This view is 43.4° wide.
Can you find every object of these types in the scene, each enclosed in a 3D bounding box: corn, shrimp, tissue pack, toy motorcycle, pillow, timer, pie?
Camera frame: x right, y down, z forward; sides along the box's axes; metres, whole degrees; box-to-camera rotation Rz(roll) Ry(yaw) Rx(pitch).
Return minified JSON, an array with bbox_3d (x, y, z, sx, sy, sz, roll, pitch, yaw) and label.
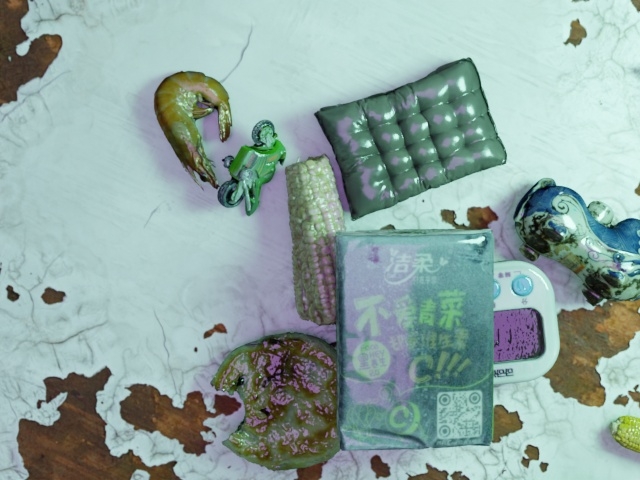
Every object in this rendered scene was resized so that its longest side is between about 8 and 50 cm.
[{"bbox_3d":[0.668,0.399,1.585,0.206,0.067,0.067,21,95,-1],"label":"corn"},{"bbox_3d":[-0.241,-0.219,1.588,0.150,0.068,0.248,-15,88,-2],"label":"shrimp"},{"bbox_3d":[0.170,0.176,1.467,0.288,0.124,0.394,-1,94,-5],"label":"tissue pack"},{"bbox_3d":[-0.128,-0.143,1.574,0.074,0.106,0.190,36,100,41],"label":"toy motorcycle"},{"bbox_3d":[0.174,-0.200,1.553,0.326,0.101,0.228,-20,96,6],"label":"pillow"},{"bbox_3d":[0.325,0.162,1.574,0.262,0.087,0.237,-6,93,4],"label":"timer"},{"bbox_3d":[-0.067,0.324,1.615,0.303,0.067,0.302,0,93,4],"label":"pie"},{"bbox_3d":[0.001,0.000,1.563,0.127,0.126,0.335,-6,92,3],"label":"corn"}]

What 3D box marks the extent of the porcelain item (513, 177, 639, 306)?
[{"bbox_3d":[0.511,-0.011,1.525,0.288,0.138,0.186,36,65,7],"label":"porcelain item"}]
